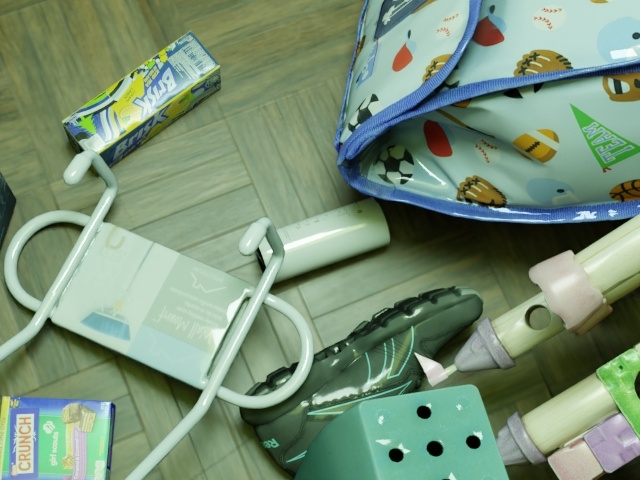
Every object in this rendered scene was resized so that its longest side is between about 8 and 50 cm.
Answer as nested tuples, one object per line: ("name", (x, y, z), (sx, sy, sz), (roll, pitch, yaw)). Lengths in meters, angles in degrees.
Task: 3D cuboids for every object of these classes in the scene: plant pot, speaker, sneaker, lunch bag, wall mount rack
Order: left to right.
("wall mount rack", (-0.196, 0.086, 1.110), (0.350, 0.130, 0.304), (21, 73, 19))
("speaker", (0.000, 0.000, 1.226), (0.136, 0.055, 0.055), (-19, 77, -10))
("sneaker", (0.053, 0.136, 1.184), (0.267, 0.101, 0.106), (-30, 93, -6))
("plant pot", (0.076, 0.232, 1.039), (0.165, 0.234, 0.166), (-7, 56, -12))
("lunch bag", (0.214, -0.196, 1.148), (0.385, 0.239, 0.328), (-5, 47, 19))

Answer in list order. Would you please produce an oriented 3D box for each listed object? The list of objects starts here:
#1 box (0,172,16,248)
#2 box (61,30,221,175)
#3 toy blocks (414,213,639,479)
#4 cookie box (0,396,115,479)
("box", (-0.371, -0.002, 1.145), (0.093, 0.158, 0.156), (14, 74, 0))
("box", (-0.186, -0.144, 1.250), (0.169, 0.059, 0.054), (-37, 79, -13))
("toy blocks", (0.274, 0.158, 1.108), (0.260, 0.309, 0.289), (-34, 79, 11))
("cookie box", (-0.259, 0.201, 1.158), (0.107, 0.040, 0.092), (3, 75, -3))
